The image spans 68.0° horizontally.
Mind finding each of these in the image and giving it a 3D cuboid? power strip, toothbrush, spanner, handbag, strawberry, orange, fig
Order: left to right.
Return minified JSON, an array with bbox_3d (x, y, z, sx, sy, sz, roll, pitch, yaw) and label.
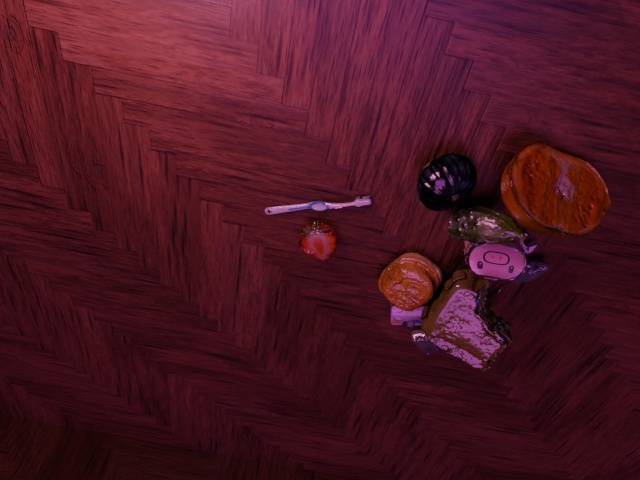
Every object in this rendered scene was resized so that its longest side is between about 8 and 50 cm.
[{"bbox_3d":[-0.014,-0.117,1.642,0.386,0.040,0.040,-6,129,13],"label":"toothbrush"},{"bbox_3d":[0.000,0.000,1.715,0.146,0.082,0.187,0,137,15],"label":"strawberry"},{"bbox_3d":[0.437,0.420,1.973,0.078,0.052,0.272,-10,152,19],"label":"power strip"},{"bbox_3d":[0.632,0.235,1.823,0.166,0.093,0.093,-29,121,31],"label":"fig"},{"bbox_3d":[0.593,0.035,1.621,0.205,0.116,0.179,7,126,17],"label":"handbag"},{"bbox_3d":[0.648,0.087,1.716,0.087,0.024,0.316,37,126,1],"label":"spanner"},{"bbox_3d":[0.673,-0.142,1.393,0.274,0.274,0.310,-35,144,31],"label":"orange"}]

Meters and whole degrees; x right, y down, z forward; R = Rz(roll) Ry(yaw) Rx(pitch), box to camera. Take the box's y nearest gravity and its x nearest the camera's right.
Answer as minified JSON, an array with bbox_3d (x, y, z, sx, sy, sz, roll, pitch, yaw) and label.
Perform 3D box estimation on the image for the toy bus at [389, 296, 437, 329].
[{"bbox_3d":[0.415,0.286,1.899,0.274,0.090,0.112,0,123,6],"label":"toy bus"}]

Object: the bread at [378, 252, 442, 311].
[{"bbox_3d":[0.330,0.155,1.773,0.198,0.120,0.236,36,123,-10],"label":"bread"}]

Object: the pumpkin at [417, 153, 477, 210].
[{"bbox_3d":[0.391,-0.176,1.465,0.194,0.150,0.194,4,142,3],"label":"pumpkin"}]

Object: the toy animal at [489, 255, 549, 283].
[{"bbox_3d":[0.710,0.121,1.744,0.253,0.070,0.079,-19,91,36],"label":"toy animal"}]

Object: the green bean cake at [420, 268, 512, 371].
[{"bbox_3d":[0.553,0.270,1.710,0.310,0.202,0.285,36,121,3],"label":"green bean cake"}]

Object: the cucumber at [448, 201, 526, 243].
[{"bbox_3d":[0.534,-0.042,1.501,0.244,0.134,0.134,21,147,47],"label":"cucumber"}]
